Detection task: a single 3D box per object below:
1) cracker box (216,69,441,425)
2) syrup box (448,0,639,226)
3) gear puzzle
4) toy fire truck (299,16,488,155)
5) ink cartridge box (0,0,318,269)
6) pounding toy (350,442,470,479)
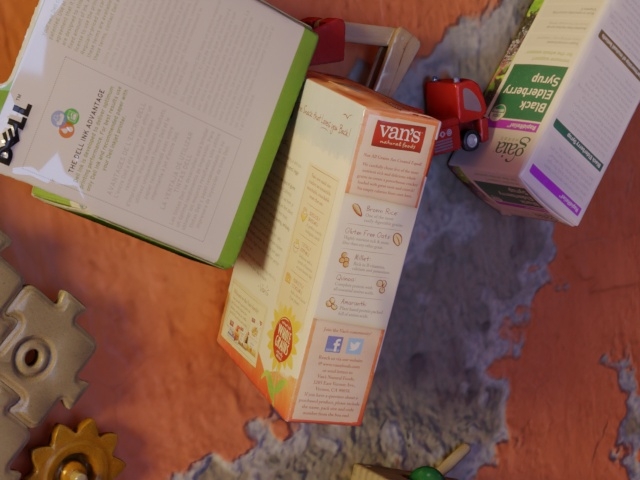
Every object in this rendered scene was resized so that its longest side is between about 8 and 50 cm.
[{"bbox_3d":[0.000,0.000,0.928,0.067,0.156,0.232,7,105,-26],"label":"cracker box"},{"bbox_3d":[0.224,-0.138,1.137,0.096,0.093,0.237,38,76,-35],"label":"syrup box"},{"bbox_3d":[-0.251,0.087,0.863,0.175,0.044,0.339,-55,127,-18],"label":"gear puzzle"},{"bbox_3d":[0.056,-0.127,1.044,0.192,0.047,0.135,-17,108,-33],"label":"toy fire truck"},{"bbox_3d":[-0.150,-0.112,0.866,0.255,0.097,0.188,24,84,-35],"label":"ink cartridge box"},{"bbox_3d":[0.087,0.250,1.115,0.130,0.100,0.141,13,87,-23],"label":"pounding toy"}]
